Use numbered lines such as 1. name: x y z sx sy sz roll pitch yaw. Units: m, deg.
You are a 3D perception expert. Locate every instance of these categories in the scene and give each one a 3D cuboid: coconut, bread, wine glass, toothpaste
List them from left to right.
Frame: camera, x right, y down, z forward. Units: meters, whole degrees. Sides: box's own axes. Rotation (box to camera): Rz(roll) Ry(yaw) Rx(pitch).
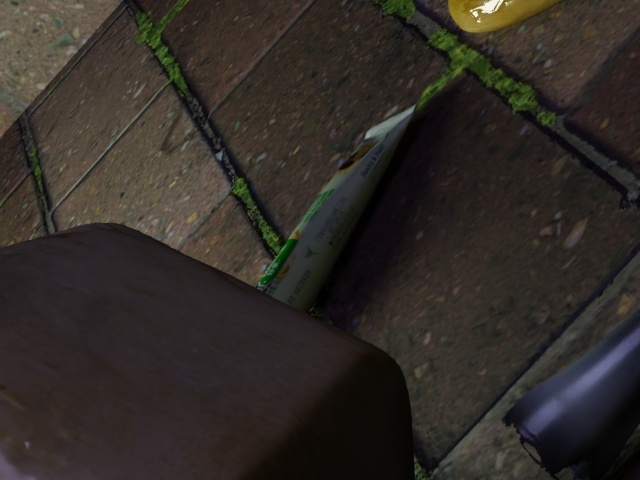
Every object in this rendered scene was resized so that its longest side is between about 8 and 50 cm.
1. coconut: -0.115 0.191 1.115 0.415 0.415 0.345 -80 4 -53
2. toothpaste: 0.000 0.000 1.656 0.058 0.056 0.314 15 54 22
3. bread: 0.177 -0.246 1.684 0.189 0.077 0.114 -21 30 56
4. wine glass: 0.185 0.075 1.123 0.155 0.072 0.072 -45 21 7
